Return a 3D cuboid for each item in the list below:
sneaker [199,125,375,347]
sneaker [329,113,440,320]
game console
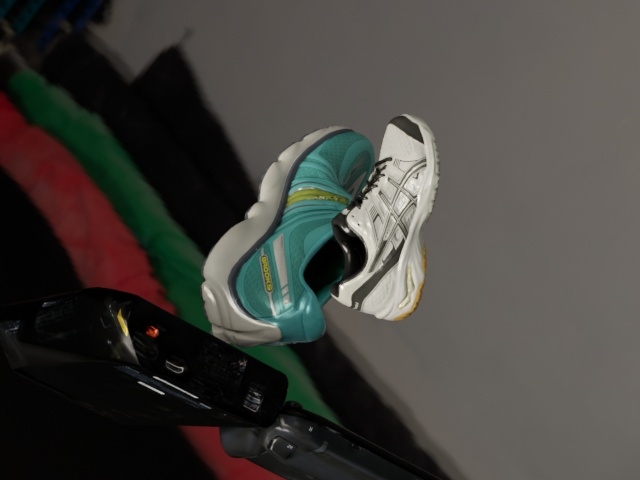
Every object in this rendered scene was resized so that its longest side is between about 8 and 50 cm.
[{"bbox_3d":[0.000,0.000,1.041,0.275,0.109,0.107,-61,-33,-48],"label":"sneaker"},{"bbox_3d":[0.023,-0.012,0.482,0.036,0.032,0.083,11,-106,-18],"label":"sneaker"},{"bbox_3d":[-0.045,0.131,0.852,0.361,0.044,0.213,32,158,-27],"label":"game console"}]
